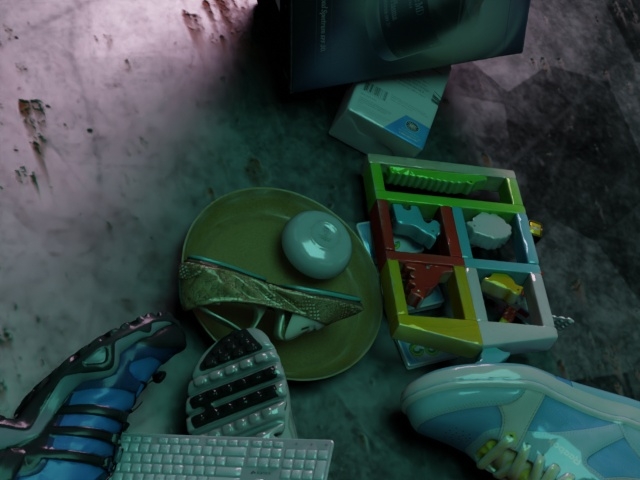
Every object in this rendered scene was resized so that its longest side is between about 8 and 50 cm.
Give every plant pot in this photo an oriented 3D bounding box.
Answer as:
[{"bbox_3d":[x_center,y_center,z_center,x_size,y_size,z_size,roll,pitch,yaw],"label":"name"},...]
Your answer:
[{"bbox_3d":[-0.045,0.051,1.786,0.236,0.032,0.236,13,57,-20],"label":"plant pot"}]

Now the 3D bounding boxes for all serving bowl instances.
[{"bbox_3d":[0.000,0.000,1.801,0.083,0.027,0.083,13,56,-20],"label":"serving bowl"}]

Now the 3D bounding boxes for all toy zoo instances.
[{"bbox_3d":[0.158,0.029,1.853,0.192,0.030,0.293,6,50,-17],"label":"toy zoo"}]

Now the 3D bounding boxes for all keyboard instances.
[{"bbox_3d":[-0.114,0.220,1.566,0.256,0.014,0.072,-1,48,18],"label":"keyboard"}]

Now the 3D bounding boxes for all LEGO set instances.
[{"bbox_3d":[0.178,0.038,1.890,0.244,0.060,0.182,-9,69,-29],"label":"LEGO set"}]

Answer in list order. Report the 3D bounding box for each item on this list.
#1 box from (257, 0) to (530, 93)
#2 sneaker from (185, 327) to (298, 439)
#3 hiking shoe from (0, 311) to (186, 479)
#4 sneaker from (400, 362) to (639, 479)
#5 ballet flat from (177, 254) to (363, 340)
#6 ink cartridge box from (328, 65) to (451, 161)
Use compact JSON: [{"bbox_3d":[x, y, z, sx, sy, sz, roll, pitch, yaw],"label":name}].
[{"bbox_3d":[0.086,-0.349,1.859,0.294,0.296,0.182,-12,51,-10],"label":"box"},{"bbox_3d":[-0.061,0.226,1.629,0.110,0.118,0.292,-18,58,11],"label":"sneaker"},{"bbox_3d":[-0.233,0.190,1.572,0.304,0.113,0.132,-39,90,-28],"label":"hiking shoe"},{"bbox_3d":[0.236,0.255,1.745,0.319,0.127,0.208,13,55,-19],"label":"sneaker"},{"bbox_3d":[-0.056,0.070,1.718,0.206,0.073,0.067,14,83,-16],"label":"ballet flat"},{"bbox_3d":[0.090,-0.182,1.976,0.104,0.060,0.180,28,53,-8],"label":"ink cartridge box"}]
